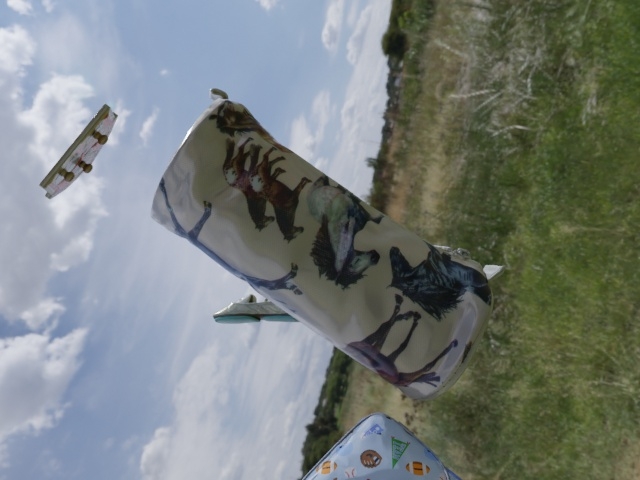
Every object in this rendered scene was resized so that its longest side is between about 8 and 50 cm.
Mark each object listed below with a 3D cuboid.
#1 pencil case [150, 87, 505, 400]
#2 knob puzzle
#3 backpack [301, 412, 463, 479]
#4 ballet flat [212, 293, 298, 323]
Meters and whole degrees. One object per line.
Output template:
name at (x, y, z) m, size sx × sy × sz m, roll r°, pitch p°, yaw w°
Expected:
pencil case at (0.000, 0.000, 0.611) m, size 0.183 × 0.410 × 0.160 m, roll -56°, pitch 4°, yaw -15°
knob puzzle at (-0.417, -0.147, 0.940) m, size 0.213 × 0.030 × 0.213 m, roll -49°, pitch 15°, yaw 18°
backpack at (0.101, 0.402, 0.745) m, size 0.276 × 0.263 × 0.213 m, roll -39°, pitch -37°, yaw -27°
ballet flat at (-0.103, 0.116, 0.911) m, size 0.057 × 0.168 × 0.052 m, roll 65°, pitch -156°, yaw -65°
